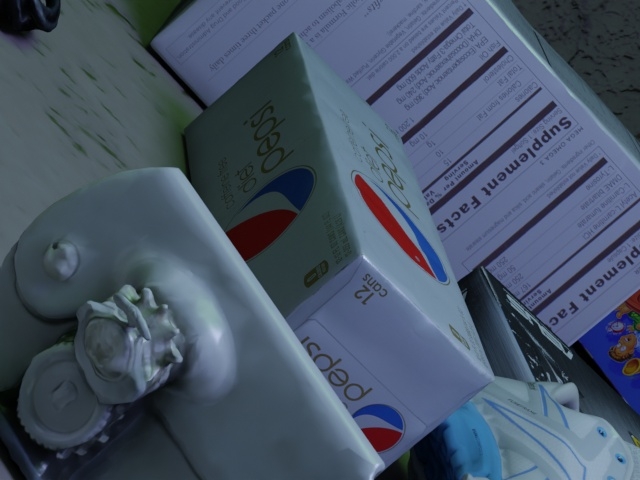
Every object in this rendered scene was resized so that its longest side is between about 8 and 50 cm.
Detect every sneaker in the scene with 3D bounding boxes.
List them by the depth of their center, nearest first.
[{"bbox_3d":[0.082,0.097,0.639,0.190,0.083,0.071,-103,-168,-60],"label":"sneaker"}]

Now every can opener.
[{"bbox_3d":[0.009,0.099,0.448,0.280,0.074,0.093,55,13,21],"label":"can opener"}]

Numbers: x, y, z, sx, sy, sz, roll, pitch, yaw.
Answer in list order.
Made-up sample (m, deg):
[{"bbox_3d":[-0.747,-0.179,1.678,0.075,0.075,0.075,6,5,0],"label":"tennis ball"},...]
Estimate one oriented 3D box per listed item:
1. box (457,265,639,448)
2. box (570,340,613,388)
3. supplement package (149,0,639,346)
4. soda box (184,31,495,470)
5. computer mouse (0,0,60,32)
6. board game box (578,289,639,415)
[{"bbox_3d":[0.142,0.138,0.823,0.231,0.056,0.183,42,14,-29],"label":"box"},{"bbox_3d":[0.142,0.064,1.114,0.083,0.018,0.067,51,13,6],"label":"box"},{"bbox_3d":[0.053,-0.063,0.921,0.244,0.134,0.139,47,13,-10],"label":"supplement package"},{"bbox_3d":[0.000,0.000,0.716,0.074,0.069,0.216,44,13,-24],"label":"soda box"},{"bbox_3d":[-0.184,-0.213,0.699,0.272,0.072,0.188,41,16,-32],"label":"computer mouse"},{"bbox_3d":[0.225,0.044,1.269,0.233,0.078,0.347,55,10,24],"label":"board game box"}]
